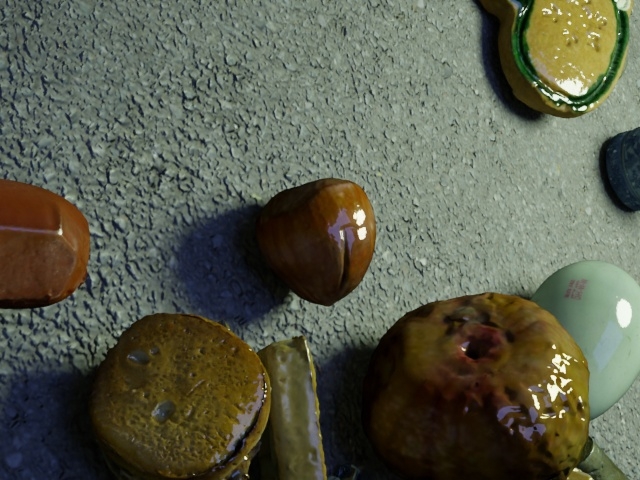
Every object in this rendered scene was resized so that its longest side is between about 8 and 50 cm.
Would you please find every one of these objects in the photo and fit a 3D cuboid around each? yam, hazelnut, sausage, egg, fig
[{"bbox_3d":[0.427,0.364,1.619,0.169,0.068,0.068,47,51,-20],"label":"yam"},{"bbox_3d":[0.000,0.000,1.273,0.150,0.150,0.150,14,68,-40],"label":"hazelnut"},{"bbox_3d":[-0.328,0.000,0.986,0.258,0.133,0.133,2,76,-42],"label":"sausage"},{"bbox_3d":[0.380,0.147,1.560,0.183,0.183,0.264,43,56,-25],"label":"egg"},{"bbox_3d":[0.212,0.255,1.356,0.286,0.286,0.368,-52,137,-39],"label":"fig"}]

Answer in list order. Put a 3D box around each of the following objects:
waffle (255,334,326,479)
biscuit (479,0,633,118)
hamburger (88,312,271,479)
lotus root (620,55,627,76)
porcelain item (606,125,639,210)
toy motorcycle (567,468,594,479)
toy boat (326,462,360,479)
[{"bbox_3d":[-0.033,0.243,1.162,0.057,0.168,0.274,-6,82,-13],"label":"waffle"},{"bbox_3d":[0.383,-0.370,1.754,0.287,0.057,0.343,31,62,-15],"label":"biscuit"},{"bbox_3d":[-0.136,0.175,1.082,0.182,0.118,0.191,-35,69,-14],"label":"hamburger"},{"bbox_3d":[0.472,-0.297,1.852,0.165,0.088,0.088,-44,108,-31],"label":"lotus root"},{"bbox_3d":[0.575,-0.129,1.869,0.147,0.114,0.147,13,71,-41],"label":"porcelain item"},{"bbox_3d":[0.329,0.315,1.499,0.229,0.130,0.094,48,52,-22],"label":"toy motorcycle"},{"bbox_3d":[0.017,0.296,1.279,0.038,0.038,0.083,57,48,-15],"label":"toy boat"}]
